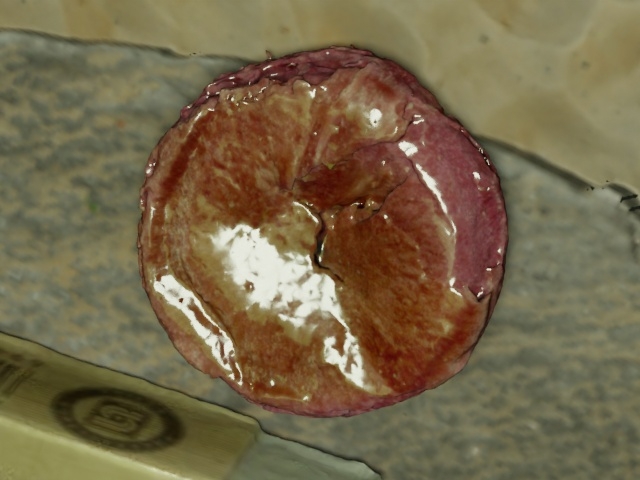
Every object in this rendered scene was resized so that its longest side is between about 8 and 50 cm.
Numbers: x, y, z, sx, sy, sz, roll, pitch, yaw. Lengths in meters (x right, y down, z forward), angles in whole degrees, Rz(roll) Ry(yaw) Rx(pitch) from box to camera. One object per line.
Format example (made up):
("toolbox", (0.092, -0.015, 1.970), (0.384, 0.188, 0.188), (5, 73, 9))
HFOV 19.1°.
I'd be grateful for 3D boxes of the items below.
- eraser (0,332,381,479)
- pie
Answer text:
("eraser", (-0.151, 0.134, 0.971), (0.343, 0.078, 0.144), (17, 114, 10))
("pie", (0.000, 0.000, 0.895), (0.182, 0.049, 0.182), (4, 105, 16))
